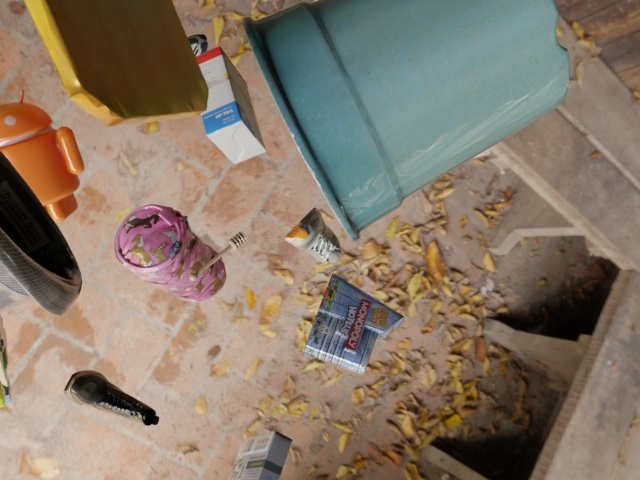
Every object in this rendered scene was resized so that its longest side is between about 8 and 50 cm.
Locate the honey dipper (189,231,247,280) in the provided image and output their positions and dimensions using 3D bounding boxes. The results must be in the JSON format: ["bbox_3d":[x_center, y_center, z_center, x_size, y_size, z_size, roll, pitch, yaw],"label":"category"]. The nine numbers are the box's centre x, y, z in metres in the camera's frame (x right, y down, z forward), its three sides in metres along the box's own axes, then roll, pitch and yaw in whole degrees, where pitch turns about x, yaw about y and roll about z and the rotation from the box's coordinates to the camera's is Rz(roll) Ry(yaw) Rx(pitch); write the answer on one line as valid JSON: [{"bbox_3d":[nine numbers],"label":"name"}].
[{"bbox_3d":[-0.230,0.036,1.185,0.160,0.030,0.030,-40,104,-30],"label":"honey dipper"}]

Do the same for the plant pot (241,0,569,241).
[{"bbox_3d":[0.122,-0.220,0.733,0.334,0.341,0.341,-25,99,7],"label":"plant pot"}]

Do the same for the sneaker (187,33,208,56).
[{"bbox_3d":[-0.346,-0.424,1.219,0.188,0.078,0.067,-16,88,7],"label":"sneaker"}]

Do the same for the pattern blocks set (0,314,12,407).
[{"bbox_3d":[-0.655,0.193,1.071,0.026,0.325,0.286,-7,66,-27],"label":"pattern blocks set"}]

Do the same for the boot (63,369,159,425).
[{"bbox_3d":[-0.449,0.350,1.166,0.137,0.198,0.077,15,70,23],"label":"boot"}]

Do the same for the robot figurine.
[{"bbox_3d":[-0.494,-0.134,0.894,0.128,0.158,0.220,-37,121,-41],"label":"robot figurine"}]

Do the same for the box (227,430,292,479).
[{"bbox_3d":[-0.119,0.406,0.843,0.038,0.145,0.186,32,54,-13],"label":"box"}]

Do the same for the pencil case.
[{"bbox_3d":[-0.358,0.046,1.332,0.167,0.386,0.160,1,72,6],"label":"pencil case"}]

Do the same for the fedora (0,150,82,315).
[{"bbox_3d":[-0.327,-0.021,0.449,0.124,0.275,0.244,-33,65,-13],"label":"fedora"}]

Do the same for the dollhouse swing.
[{"bbox_3d":[-0.378,-0.308,0.759,0.315,0.347,0.305,-3,105,18],"label":"dollhouse swing"}]

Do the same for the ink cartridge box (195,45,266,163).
[{"bbox_3d":[-0.194,-0.290,1.078,0.078,0.134,0.231,-21,69,9],"label":"ink cartridge box"}]

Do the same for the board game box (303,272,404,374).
[{"bbox_3d":[0.085,0.198,1.225,0.194,0.060,0.194,18,59,7],"label":"board game box"}]

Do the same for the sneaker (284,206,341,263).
[{"bbox_3d":[0.000,0.000,1.230,0.099,0.262,0.121,-44,85,7],"label":"sneaker"}]
